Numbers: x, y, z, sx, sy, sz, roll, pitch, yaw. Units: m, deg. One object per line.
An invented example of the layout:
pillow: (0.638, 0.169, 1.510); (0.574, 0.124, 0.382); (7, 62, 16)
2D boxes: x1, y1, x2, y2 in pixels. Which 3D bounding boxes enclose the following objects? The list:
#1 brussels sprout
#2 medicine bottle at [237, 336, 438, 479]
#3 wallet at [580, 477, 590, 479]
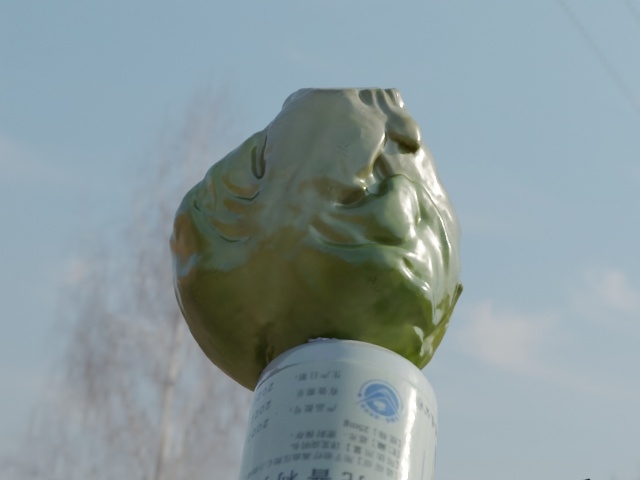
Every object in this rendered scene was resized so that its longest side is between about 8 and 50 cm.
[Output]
brussels sprout: (-0.008, 0.009, 1.742); (0.243, 0.316, 0.274); (9, -26, -43)
medicine bottle: (0.008, 0.239, 1.561); (0.170, 0.293, 0.170); (5, -43, 5)
wallet: (0.202, 0.299, 1.867); (0.142, 0.045, 0.204); (-9, -23, -16)
